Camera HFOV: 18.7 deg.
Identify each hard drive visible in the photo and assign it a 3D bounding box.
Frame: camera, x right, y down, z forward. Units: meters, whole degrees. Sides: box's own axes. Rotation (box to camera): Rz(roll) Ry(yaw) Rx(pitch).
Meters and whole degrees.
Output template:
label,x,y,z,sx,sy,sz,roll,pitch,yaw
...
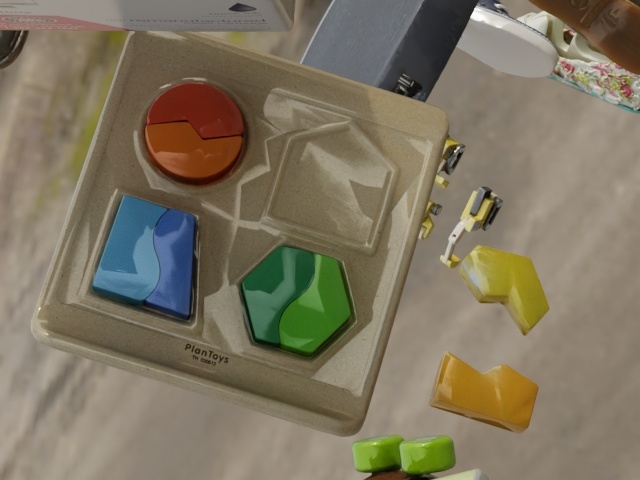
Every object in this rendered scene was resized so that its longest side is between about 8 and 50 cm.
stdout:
label,x,y,z,sx,sy,sz,roll,pitch,yaw
hard drive,0.063,-0.198,1.827,0.172,0.054,0.255,1,58,53

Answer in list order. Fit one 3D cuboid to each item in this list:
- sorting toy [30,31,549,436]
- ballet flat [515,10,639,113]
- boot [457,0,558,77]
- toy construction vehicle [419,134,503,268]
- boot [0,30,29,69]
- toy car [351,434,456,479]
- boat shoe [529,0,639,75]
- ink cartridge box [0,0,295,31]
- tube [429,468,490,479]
label,x,y,z,sx,sy,sz,roll,pitch,yaw
sorting toy,0.000,0.000,1.195,0.041,0.307,0.229,110,177,-72
ballet flat,0.271,-0.209,2.097,0.091,0.241,0.077,-34,-44,-43
boot,0.163,-0.235,1.960,0.086,0.190,0.069,-59,-14,-29
toy construction vehicle,0.115,-0.036,1.770,0.086,0.035,0.098,38,110,25
boot,-0.306,-0.257,1.666,0.082,0.106,0.219,-19,65,23
toy car,0.029,0.267,1.755,0.149,0.188,0.155,-8,89,56
boat shoe,0.224,-0.223,1.687,0.073,0.207,0.073,-41,15,20
ink cartridge box,-0.126,-0.191,1.048,0.283,0.207,0.117,31,-120,-84
tube,0.032,0.253,1.638,0.240,0.062,0.070,-18,29,20
